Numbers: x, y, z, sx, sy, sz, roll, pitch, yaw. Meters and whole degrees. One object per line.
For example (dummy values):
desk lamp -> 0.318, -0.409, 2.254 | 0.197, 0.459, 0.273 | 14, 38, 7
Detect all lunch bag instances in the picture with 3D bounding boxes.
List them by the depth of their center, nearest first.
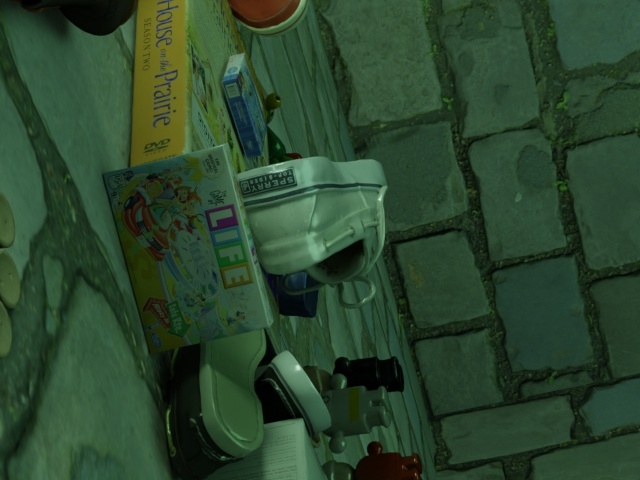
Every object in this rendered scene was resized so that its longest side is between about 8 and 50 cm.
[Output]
lunch bag -> -0.042, 0.059, 1.546 | 0.098, 0.065, 0.067 | 64, 31, -65

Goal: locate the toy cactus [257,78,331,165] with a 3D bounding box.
toy cactus -> -0.069, -0.152, 1.635 | 0.219, 0.112, 0.180 | 45, 23, -61

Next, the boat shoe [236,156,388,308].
boat shoe -> 0.008, -0.002, 1.276 | 0.367, 0.136, 0.156 | -7, 84, -79

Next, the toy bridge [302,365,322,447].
toy bridge -> -0.015, 0.202, 1.346 | 0.188, 0.026, 0.063 | -74, 153, -76

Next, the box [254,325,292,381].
box -> -0.055, 0.176, 1.348 | 0.186, 0.038, 0.145 | -97, 171, -45

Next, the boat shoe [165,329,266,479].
boat shoe -> -0.096, 0.112, 1.042 | 0.081, 0.069, 0.227 | 41, 23, -24

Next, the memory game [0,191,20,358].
memory game -> -0.204, -0.014, 0.640 | 0.186, 0.012, 0.186 | -13, 90, -83

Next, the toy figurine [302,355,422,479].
toy figurine -> 0.034, 0.261, 1.509 | 0.209, 0.148, 0.213 | -47, 126, -74

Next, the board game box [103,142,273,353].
board game box -> -0.108, 0.007, 0.980 | 0.026, 0.103, 0.154 | -55, 131, -80

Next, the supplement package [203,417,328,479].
supplement package -> -0.047, 0.255, 0.997 | 0.179, 0.105, 0.105 | -94, 169, -49

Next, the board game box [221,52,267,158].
board game box -> -0.081, -0.146, 1.288 | 0.090, 0.020, 0.090 | -89, 164, -64

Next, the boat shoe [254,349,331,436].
boat shoe -> -0.049, 0.162, 1.119 | 0.080, 0.076, 0.228 | 57, -15, 5

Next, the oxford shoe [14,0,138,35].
oxford shoe -> -0.196, -0.200, 0.838 | 0.271, 0.097, 0.098 | 74, 38, -73

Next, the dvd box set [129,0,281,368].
dvd box set -> -0.119, -0.115, 1.275 | 0.307, 0.062, 0.420 | 69, 11, -47

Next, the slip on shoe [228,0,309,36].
slip on shoe -> -0.122, -0.389, 1.419 | 0.331, 0.123, 0.101 | 63, 16, 6
